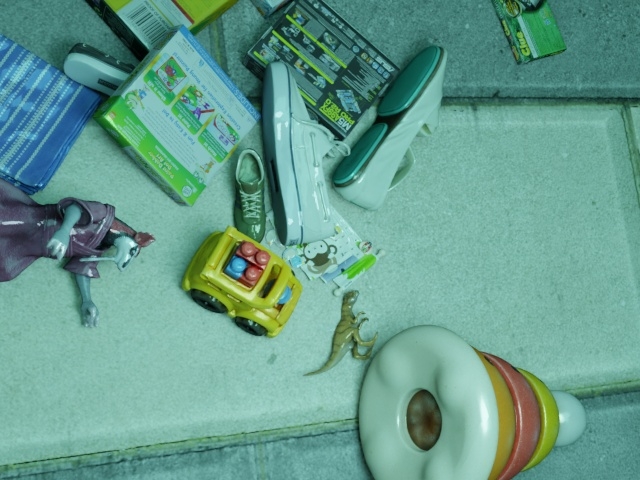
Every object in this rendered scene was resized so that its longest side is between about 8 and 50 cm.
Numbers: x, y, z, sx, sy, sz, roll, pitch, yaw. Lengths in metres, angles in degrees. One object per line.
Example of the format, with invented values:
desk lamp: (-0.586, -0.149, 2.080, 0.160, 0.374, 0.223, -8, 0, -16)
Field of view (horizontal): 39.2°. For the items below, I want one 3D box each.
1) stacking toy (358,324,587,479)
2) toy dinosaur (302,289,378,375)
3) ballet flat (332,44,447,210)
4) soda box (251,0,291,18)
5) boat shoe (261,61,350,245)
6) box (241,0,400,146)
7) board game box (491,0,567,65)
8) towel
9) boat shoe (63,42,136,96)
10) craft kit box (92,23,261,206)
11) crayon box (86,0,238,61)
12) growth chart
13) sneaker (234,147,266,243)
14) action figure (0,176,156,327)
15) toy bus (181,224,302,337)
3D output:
stacking toy: (0.345, 0.349, 1.772, 0.479, 0.350, 0.351, 7, 75, -37)
toy dinosaur: (0.049, 0.204, 1.792, 0.112, 0.064, 0.212, 19, 62, 4)
ballet flat: (0.169, -0.229, 1.899, 0.139, 0.139, 0.400, 36, 73, -8)
soda box: (-0.064, -0.551, 1.912, 0.183, 0.058, 0.063, -40, 93, -22)
boat shoe: (-0.022, -0.177, 1.783, 0.156, 0.136, 0.367, -6, 81, -17)
box: (0.003, -0.368, 1.894, 0.270, 0.060, 0.216, 39, 69, -7)
board game box: (0.476, -0.550, 2.117, 0.136, 0.030, 0.260, -18, 84, -24)
towel: (-0.608, -0.264, 1.669, 0.336, 0.040, 0.243, 32, 69, -10)
boat shoe: (-0.384, -0.313, 1.742, 0.228, 0.080, 0.076, 22, 49, -18)
craft kit box: (-0.267, -0.237, 1.722, 0.250, 0.061, 0.247, 49, 62, -31)
crayon box: (-0.292, -0.519, 1.813, 0.318, 0.081, 0.202, -43, 94, -22)
growth chart: (0.000, 0.000, 1.832, 0.237, 0.021, 0.172, 45, 68, -4)
sneaker: (-0.141, -0.091, 1.760, 0.064, 0.086, 0.192, -1, 77, 0)
action figure: (-0.482, -0.015, 1.607, 0.370, 0.248, 0.276, 0, 51, -18)
toy bus: (-0.123, 0.070, 1.672, 0.220, 0.211, 0.149, 33, 68, -11)
